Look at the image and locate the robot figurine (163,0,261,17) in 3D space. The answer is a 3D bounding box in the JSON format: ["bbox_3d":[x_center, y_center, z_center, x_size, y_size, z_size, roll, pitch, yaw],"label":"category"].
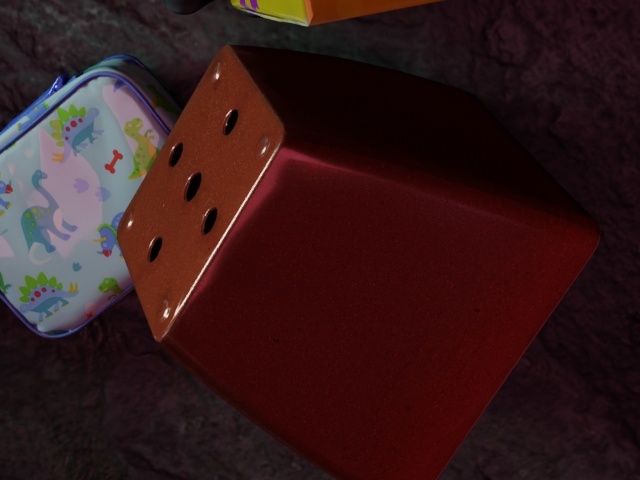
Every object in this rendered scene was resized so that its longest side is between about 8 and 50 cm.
[{"bbox_3d":[-0.069,-0.313,1.135,0.209,0.173,0.278,-9,109,-30],"label":"robot figurine"}]

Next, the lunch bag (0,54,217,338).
[{"bbox_3d":[-0.198,-0.040,1.264,0.219,0.090,0.176,-38,102,13],"label":"lunch bag"}]

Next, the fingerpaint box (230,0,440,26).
[{"bbox_3d":[0.144,-0.368,1.018,0.445,0.163,0.371,-13,107,-19],"label":"fingerpaint box"}]

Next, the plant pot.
[{"bbox_3d":[0.000,0.000,1.133,0.236,0.267,0.267,24,108,-27],"label":"plant pot"}]
